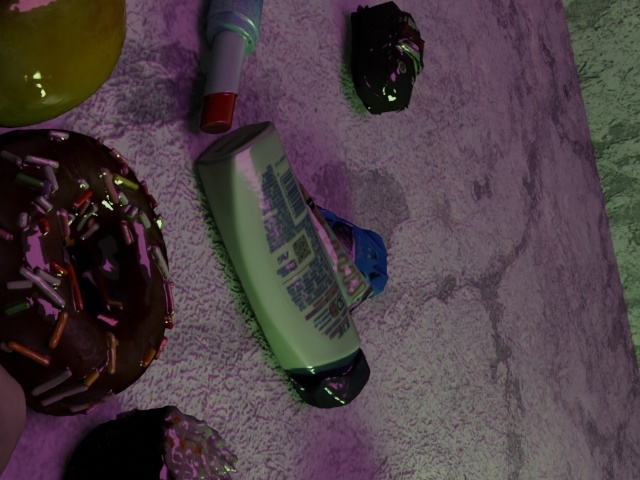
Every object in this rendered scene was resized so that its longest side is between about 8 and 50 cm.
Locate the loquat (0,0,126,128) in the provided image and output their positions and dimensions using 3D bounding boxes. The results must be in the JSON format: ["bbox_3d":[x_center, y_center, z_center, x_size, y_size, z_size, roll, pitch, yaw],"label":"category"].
[{"bbox_3d":[-0.254,-0.208,0.910,0.213,0.214,0.246,62,32,-30],"label":"loquat"}]

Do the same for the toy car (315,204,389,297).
[{"bbox_3d":[0.031,0.015,1.507,0.216,0.063,0.103,26,58,-57],"label":"toy car"}]

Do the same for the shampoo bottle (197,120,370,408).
[{"bbox_3d":[-0.042,0.044,1.346,0.134,0.078,0.359,-45,121,-47],"label":"shampoo bottle"}]

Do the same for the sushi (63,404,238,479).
[{"bbox_3d":[-0.156,0.264,1.004,0.136,0.126,0.225,47,40,-46],"label":"sushi"}]

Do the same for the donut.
[{"bbox_3d":[-0.220,0.024,0.980,0.270,0.103,0.269,41,42,-53],"label":"donut"}]

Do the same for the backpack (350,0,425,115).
[{"bbox_3d":[0.105,-0.275,1.702,0.120,0.106,0.165,45,40,-54],"label":"backpack"}]

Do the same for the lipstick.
[{"bbox_3d":[-0.108,-0.240,1.336,0.068,0.061,0.274,47,41,-49],"label":"lipstick"}]

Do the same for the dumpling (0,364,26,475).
[{"bbox_3d":[-0.287,0.125,0.834,0.215,0.126,0.166,53,8,-18],"label":"dumpling"}]

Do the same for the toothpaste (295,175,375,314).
[{"bbox_3d":[0.000,0.000,1.413,0.056,0.036,0.205,-42,109,-28],"label":"toothpaste"}]
